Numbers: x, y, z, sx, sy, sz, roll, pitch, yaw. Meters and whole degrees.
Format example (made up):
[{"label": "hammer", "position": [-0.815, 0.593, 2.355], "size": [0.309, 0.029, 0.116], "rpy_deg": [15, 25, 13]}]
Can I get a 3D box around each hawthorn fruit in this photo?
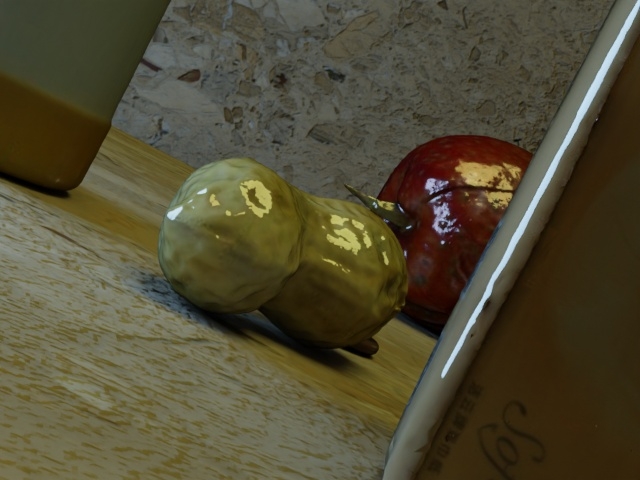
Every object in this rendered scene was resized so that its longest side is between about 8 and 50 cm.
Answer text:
[{"label": "hawthorn fruit", "position": [0.180, 0.002, 1.512], "size": [0.258, 0.258, 0.261], "rpy_deg": [29, 16, 25]}]

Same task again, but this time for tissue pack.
[{"label": "tissue pack", "position": [0.189, 0.011, 0.524], "size": [0.238, 0.306, 0.238], "rpy_deg": [27, 2, -1]}]

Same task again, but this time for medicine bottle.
[{"label": "medicine bottle", "position": [-0.232, -0.187, 0.918], "size": [0.237, 0.232, 0.238], "rpy_deg": [28, 2, -1]}]

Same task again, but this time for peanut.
[{"label": "peanut", "position": [-0.021, 0.010, 0.773], "size": [0.103, 0.098, 0.229], "rpy_deg": [-4, -15, 36]}]

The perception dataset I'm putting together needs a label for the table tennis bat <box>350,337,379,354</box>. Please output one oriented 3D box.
[{"label": "table tennis bat", "position": [0.000, 0.000, 0.912], "size": [0.170, 0.119, 0.107], "rpy_deg": [28, 1, -45]}]
